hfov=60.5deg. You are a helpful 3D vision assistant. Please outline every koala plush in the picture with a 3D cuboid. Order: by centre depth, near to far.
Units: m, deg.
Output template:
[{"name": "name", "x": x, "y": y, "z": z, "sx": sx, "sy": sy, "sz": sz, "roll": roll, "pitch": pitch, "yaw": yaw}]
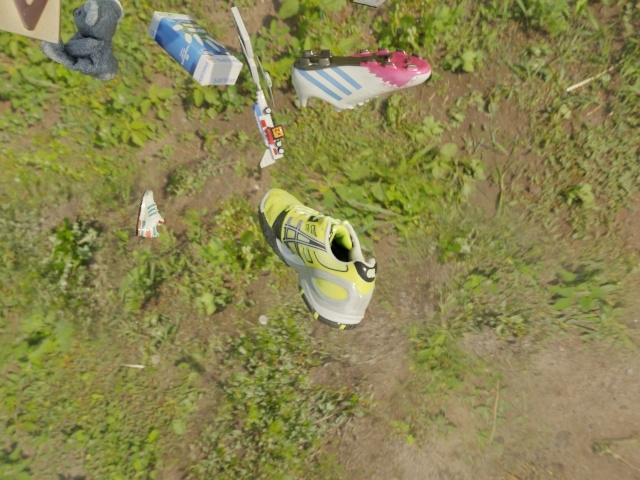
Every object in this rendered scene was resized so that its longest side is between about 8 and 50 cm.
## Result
[{"name": "koala plush", "x": -0.672, "y": -0.614, "z": 1.633, "sx": 0.203, "sy": 0.196, "sz": 0.221, "roll": 31, "pitch": 112, "yaw": -2}]

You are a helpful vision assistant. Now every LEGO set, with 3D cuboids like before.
[{"name": "LEGO set", "x": -0.115, "y": -0.249, "z": 0.957, "sx": 0.060, "sy": 0.182, "sz": 0.244, "roll": -20, "pitch": 70, "yaw": -5}]

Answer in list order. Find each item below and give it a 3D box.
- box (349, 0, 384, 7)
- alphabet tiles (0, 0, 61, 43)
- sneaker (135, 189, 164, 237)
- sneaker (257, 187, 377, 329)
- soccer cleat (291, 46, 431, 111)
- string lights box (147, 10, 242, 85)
[{"name": "box", "x": 0.135, "y": -0.592, "z": 0.898, "sx": 0.293, "sy": 0.073, "sz": 0.296, "roll": -15, "pitch": 80, "yaw": 56}, {"name": "alphabet tiles", "x": -0.282, "y": -0.208, "z": 0.333, "sx": 0.237, "sy": 0.009, "sz": 0.198, "roll": 11, "pitch": 122, "yaw": -12}, {"name": "sneaker", "x": -0.519, "y": -0.078, "z": 1.687, "sx": 0.075, "sy": 0.057, "sz": 0.161, "roll": 13, "pitch": 58, "yaw": -22}, {"name": "sneaker", "x": 0.000, "y": 0.000, "z": 1.101, "sx": 0.385, "sy": 0.145, "sz": 0.147, "roll": 52, "pitch": 122, "yaw": 39}, {"name": "soccer cleat", "x": 0.095, "y": -0.379, "z": 1.319, "sx": 0.331, "sy": 0.143, "sz": 0.116, "roll": 5, "pitch": 40, "yaw": 11}, {"name": "string lights box", "x": -0.365, "y": -0.556, "z": 1.598, "sx": 0.259, "sy": 0.133, "sz": 0.077, "roll": 44, "pitch": 124, "yaw": 17}]
